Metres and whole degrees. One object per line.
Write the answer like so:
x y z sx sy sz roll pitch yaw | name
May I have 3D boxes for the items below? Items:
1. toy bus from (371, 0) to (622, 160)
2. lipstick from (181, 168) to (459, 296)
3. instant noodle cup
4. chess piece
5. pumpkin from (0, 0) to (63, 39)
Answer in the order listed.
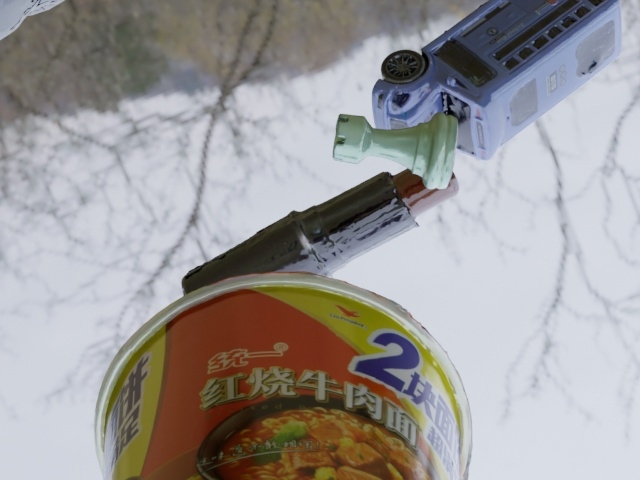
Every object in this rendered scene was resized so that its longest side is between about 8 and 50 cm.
0.199 -0.190 1.627 0.292 0.125 0.133 -37 -126 -16 | toy bus
0.000 0.000 1.454 0.300 0.081 0.081 -29 -171 7 | lipstick
-0.019 0.146 0.725 0.213 0.213 0.174 -21 -155 9 | instant noodle cup
0.063 -0.083 1.250 0.103 0.067 0.067 8 -170 -2 | chess piece
-0.252 -0.247 0.697 0.363 0.363 0.266 -27 148 -26 | pumpkin
